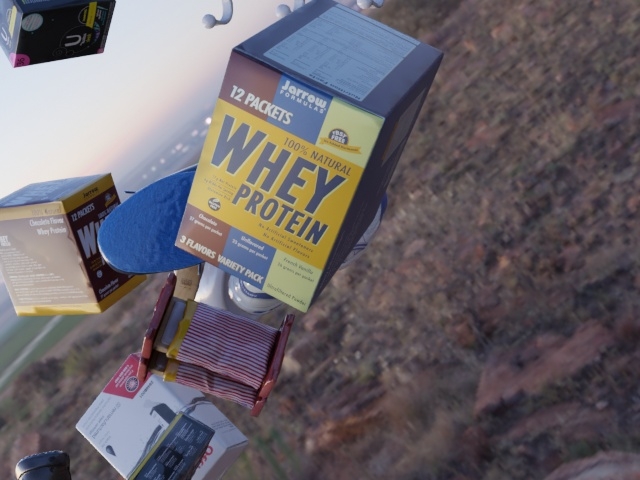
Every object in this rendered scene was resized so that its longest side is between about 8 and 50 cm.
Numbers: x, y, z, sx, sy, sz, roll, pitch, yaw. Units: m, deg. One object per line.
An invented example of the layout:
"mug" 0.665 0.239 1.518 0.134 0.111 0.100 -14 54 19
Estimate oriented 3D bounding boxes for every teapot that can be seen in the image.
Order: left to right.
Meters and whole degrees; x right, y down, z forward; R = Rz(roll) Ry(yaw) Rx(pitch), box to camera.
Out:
"teapot" -0.212 0.051 1.911 0.187 0.256 0.252 13 18 29

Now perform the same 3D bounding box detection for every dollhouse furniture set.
"dollhouse furniture set" -0.137 0.063 1.469 0.152 0.201 0.374 115 170 -53

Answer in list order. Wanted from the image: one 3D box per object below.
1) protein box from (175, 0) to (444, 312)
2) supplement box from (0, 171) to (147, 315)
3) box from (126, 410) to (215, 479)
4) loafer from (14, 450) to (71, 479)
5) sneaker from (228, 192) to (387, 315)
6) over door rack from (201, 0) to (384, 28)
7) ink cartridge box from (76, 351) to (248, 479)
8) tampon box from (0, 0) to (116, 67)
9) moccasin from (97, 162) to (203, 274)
"protein box" -0.006 -0.085 0.850 0.201 0.136 0.200 -51 -15 -57
"supplement box" -0.422 0.008 1.545 0.191 0.194 0.129 -4 22 29
"box" -0.302 0.462 1.498 0.257 0.079 0.322 -65 -6 30
"loafer" -0.337 0.330 1.136 0.080 0.078 0.220 -8 -31 -18
"sneaker" 0.000 0.000 1.368 0.296 0.112 0.131 -42 -4 -22
"over door rack" -0.074 -0.404 1.060 0.239 0.324 0.108 1 29 27
"ink cartridge box" -0.307 0.378 1.832 0.197 0.273 0.114 -52 -15 9
"tampon box" -0.430 -0.363 1.500 0.161 0.101 0.120 -20 -25 -35
"moccasin" -0.128 -0.043 1.238 0.342 0.138 0.117 -23 3 -18
